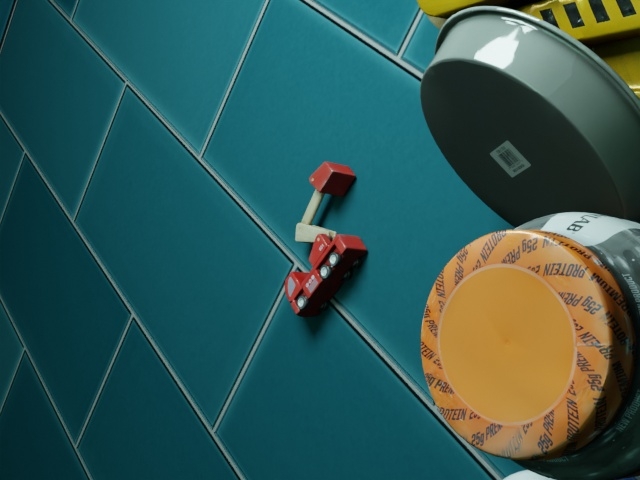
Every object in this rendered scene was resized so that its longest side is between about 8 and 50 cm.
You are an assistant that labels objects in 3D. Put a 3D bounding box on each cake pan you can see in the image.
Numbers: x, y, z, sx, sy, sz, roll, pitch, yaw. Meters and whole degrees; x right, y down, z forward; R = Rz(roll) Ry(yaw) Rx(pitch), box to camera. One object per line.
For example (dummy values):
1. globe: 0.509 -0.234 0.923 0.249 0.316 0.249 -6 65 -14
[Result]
1. cake pan: 0.208 -0.094 0.852 0.054 0.293 0.293 -43 43 -14

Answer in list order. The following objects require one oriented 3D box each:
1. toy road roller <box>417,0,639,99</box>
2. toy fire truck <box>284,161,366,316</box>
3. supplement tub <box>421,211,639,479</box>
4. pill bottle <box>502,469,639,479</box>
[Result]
1. toy road roller: 0.269 -0.214 0.858 0.329 0.202 0.240 -2 94 46
2. toy fire truck: 0.000 0.000 1.226 0.192 0.047 0.135 -54 49 29
3. supplement tub: 0.253 0.088 0.718 0.207 0.338 0.207 -10 76 46
4. pill bottle: 0.228 0.272 0.805 0.124 0.221 0.124 -10 76 46
